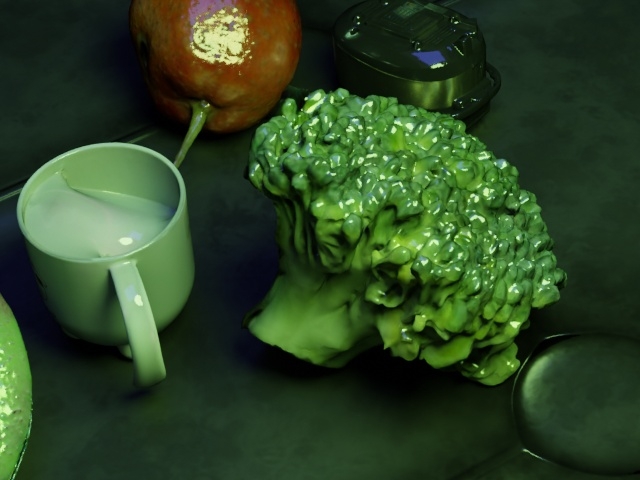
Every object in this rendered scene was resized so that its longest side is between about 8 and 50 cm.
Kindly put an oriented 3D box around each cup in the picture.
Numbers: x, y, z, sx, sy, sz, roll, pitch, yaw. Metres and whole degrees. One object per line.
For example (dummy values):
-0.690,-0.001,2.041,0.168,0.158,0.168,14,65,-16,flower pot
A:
-0.154,0.026,1.343,0.173,0.142,0.134,31,55,30,cup

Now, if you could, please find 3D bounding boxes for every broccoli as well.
0.045,0.019,1.279,0.288,0.245,0.248,32,18,-10,broccoli

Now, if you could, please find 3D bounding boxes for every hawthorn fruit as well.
-0.108,-0.133,1.504,0.165,0.165,0.285,4,56,9,hawthorn fruit

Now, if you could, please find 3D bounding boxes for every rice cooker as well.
0.085,-0.164,1.537,0.165,0.106,0.112,21,46,37,rice cooker

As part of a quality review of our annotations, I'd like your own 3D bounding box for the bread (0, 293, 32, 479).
-0.368,0.128,1.265,0.301,0.045,0.301,-1,69,3,bread
